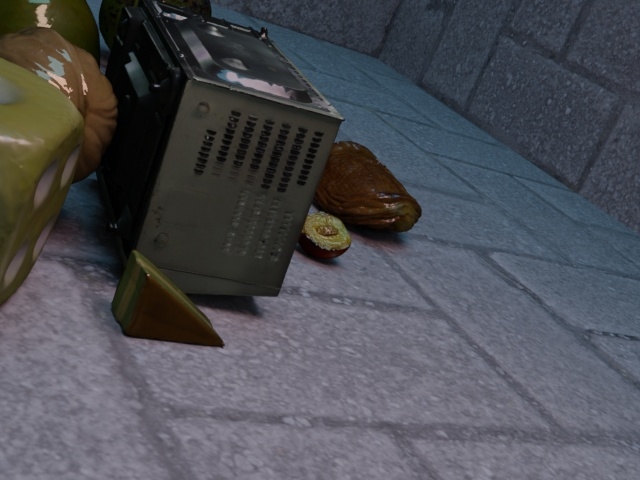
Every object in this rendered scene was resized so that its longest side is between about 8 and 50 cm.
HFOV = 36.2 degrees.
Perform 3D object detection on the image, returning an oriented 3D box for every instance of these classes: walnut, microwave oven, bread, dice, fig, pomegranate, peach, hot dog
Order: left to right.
[{"bbox_3d":[-0.409,-0.073,1.079,0.227,0.233,0.238,24,22,-4],"label":"dice"},{"bbox_3d":[-0.491,-0.303,1.574,0.316,0.316,0.316,21,18,-7],"label":"fig"},{"bbox_3d":[-0.393,-0.171,1.297,0.261,0.224,0.225,6,1,44],"label":"walnut"},{"bbox_3d":[-0.360,-0.487,2.326,0.340,0.285,0.285,51,11,-18],"label":"pomegranate"},{"bbox_3d":[-0.175,0.073,1.207,0.139,0.084,0.074,13,20,-32],"label":"bread"},{"bbox_3d":[-0.183,-0.137,1.406,0.247,0.332,0.394,10,23,-24],"label":"microwave oven"},{"bbox_3d":[0.001,0.000,1.660,0.098,0.061,0.098,11,42,-10],"label":"peach"},{"bbox_3d":[0.091,-0.092,1.935,0.196,0.122,0.272,10,27,-32],"label":"hot dog"}]
